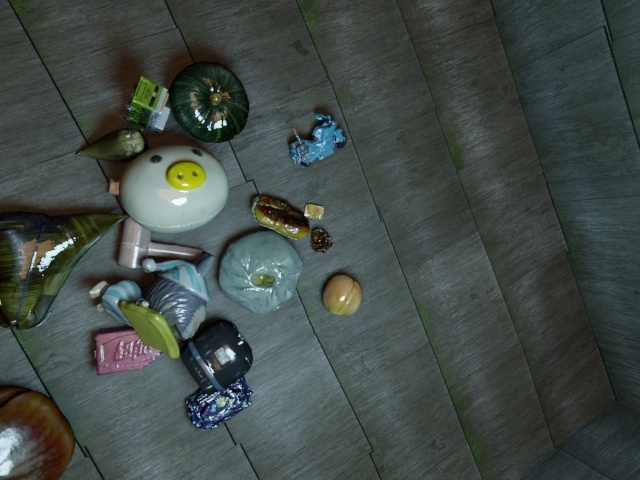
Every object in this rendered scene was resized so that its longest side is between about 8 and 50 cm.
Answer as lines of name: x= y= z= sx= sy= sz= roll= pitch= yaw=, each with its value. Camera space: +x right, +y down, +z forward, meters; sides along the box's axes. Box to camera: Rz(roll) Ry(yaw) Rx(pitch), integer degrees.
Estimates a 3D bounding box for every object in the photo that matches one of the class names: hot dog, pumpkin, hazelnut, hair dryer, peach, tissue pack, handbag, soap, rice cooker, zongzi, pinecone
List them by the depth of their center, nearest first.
hazelnut: x=-1.022 y=0.678 z=1.375 sx=0.359 sy=0.359 sz=0.409 roll=-30 pitch=110 yaw=-16
zongzi: x=-0.887 y=0.094 z=1.455 sx=0.432 sy=0.208 sz=0.403 roll=-4 pitch=92 yaw=-21
zongzi: x=-0.745 y=-0.331 z=1.474 sx=0.256 sy=0.228 sz=0.115 roll=-11 pitch=103 yaw=-16
tissue pack: x=-0.750 y=-0.198 z=1.577 sx=0.083 sy=0.035 sz=0.063 roll=7 pitch=90 yaw=-18
soap: x=-0.710 y=0.402 z=1.587 sx=0.250 sy=0.099 sz=0.162 roll=-5 pitch=87 yaw=-19
pumpkin: x=-0.420 y=-0.517 z=1.592 sx=0.300 sy=0.207 sz=0.300 roll=2 pitch=86 yaw=-33
rice cooker: x=-0.391 y=0.442 z=1.614 sx=0.224 sy=0.267 sz=0.267 roll=-33 pitch=102 yaw=-11
hair dryer: x=-0.588 y=0.025 z=1.624 sx=0.344 sy=0.107 sz=0.189 roll=10 pitch=87 yaw=-28
handbag: x=-0.404 y=0.651 z=1.694 sx=0.260 sy=0.113 sz=0.162 roll=-26 pitch=106 yaw=-24
hot dog: x=-0.160 y=-0.101 z=1.734 sx=0.270 sy=0.082 sz=0.163 roll=24 pitch=42 yaw=-12
peach: x=0.097 y=0.236 z=1.819 sx=0.184 sy=0.184 sz=0.184 roll=-1 pitch=93 yaw=-19
pinecone: x=-0.001 y=0.001 z=1.820 sx=0.102 sy=0.102 sz=0.109 roll=-23 pitch=72 yaw=-17
handbag: x=-0.030 y=-0.125 z=1.834 sx=0.083 sy=0.027 sz=0.061 roll=9 pitch=93 yaw=-15

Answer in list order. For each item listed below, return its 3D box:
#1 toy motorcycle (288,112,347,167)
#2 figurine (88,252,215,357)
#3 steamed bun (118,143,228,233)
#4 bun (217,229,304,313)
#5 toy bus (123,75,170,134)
toy motorcycle: x=-0.018 y=-0.432 z=1.778 sx=0.272 sy=0.123 sz=0.182 roll=-32 pitch=112 yaw=-16
figurine: x=-0.561 y=0.183 z=1.555 sx=0.361 sy=0.266 sz=0.378 roll=26 pitch=48 yaw=11
steamed bun: x=-0.520 y=-0.187 z=1.505 sx=0.374 sy=0.334 sz=0.334 roll=-18 pitch=98 yaw=-35
bun: x=-0.231 y=0.123 z=1.687 sx=0.354 sy=0.194 sz=0.354 roll=-2 pitch=95 yaw=-20
toy bus: x=-0.607 y=-0.466 z=1.478 sx=0.139 sy=0.301 sz=0.113 roll=19 pitch=83 yaw=-25
